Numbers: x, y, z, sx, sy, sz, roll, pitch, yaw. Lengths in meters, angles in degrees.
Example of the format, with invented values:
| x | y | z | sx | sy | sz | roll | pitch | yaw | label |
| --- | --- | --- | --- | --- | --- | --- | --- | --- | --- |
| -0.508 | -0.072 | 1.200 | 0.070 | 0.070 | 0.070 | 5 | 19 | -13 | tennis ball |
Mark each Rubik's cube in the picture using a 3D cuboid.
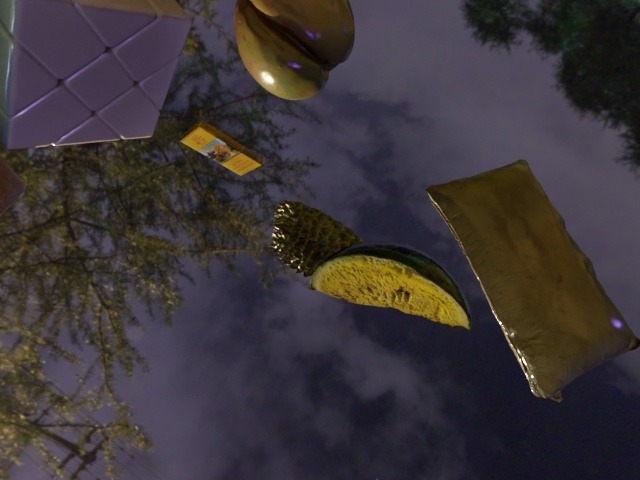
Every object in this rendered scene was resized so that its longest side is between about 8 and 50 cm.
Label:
| x | y | z | sx | sy | sz | roll | pitch | yaw | label |
| --- | --- | --- | --- | --- | --- | --- | --- | --- | --- |
| -0.508 | -0.411 | 0.841 | 0.316 | 0.322 | 0.318 | 49 | -141 | 14 | Rubik's cube |

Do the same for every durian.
| x | y | z | sx | sy | sz | roll | pitch | yaw | label |
| --- | --- | --- | --- | --- | --- | --- | --- | --- | --- |
| 0.000 | 0.000 | 1.022 | 0.351 | 0.159 | 0.169 | 28 | -163 | 35 | durian |

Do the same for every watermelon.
| x | y | z | sx | sy | sz | roll | pitch | yaw | label |
| --- | --- | --- | --- | --- | --- | --- | --- | --- | --- |
| 0.118 | 0.068 | 0.751 | 0.300 | 0.129 | 0.123 | 10 | -168 | 22 | watermelon |

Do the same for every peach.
| x | y | z | sx | sy | sz | roll | pitch | yaw | label |
| --- | --- | --- | --- | --- | --- | --- | --- | --- | --- |
| -0.068 | -0.497 | 1.015 | 0.292 | 0.293 | 0.247 | 17 | -150 | 20 | peach |

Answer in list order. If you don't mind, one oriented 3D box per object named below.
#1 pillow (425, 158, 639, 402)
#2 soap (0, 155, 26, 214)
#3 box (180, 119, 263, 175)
| x | y | z | sx | sy | sz | roll | pitch | yaw | label |
| --- | --- | --- | --- | --- | --- | --- | --- | --- | --- |
| 0.278 | 0.036 | 0.558 | 0.184 | 0.075 | 0.303 | -16 | -109 | -21 | pillow |
| -0.707 | -0.066 | 0.693 | 0.156 | 0.293 | 0.335 | 30 | -117 | 4 | soap |
| -0.208 | -0.193 | 0.904 | 0.086 | 0.155 | 0.023 | -10 | -120 | 47 | box |
